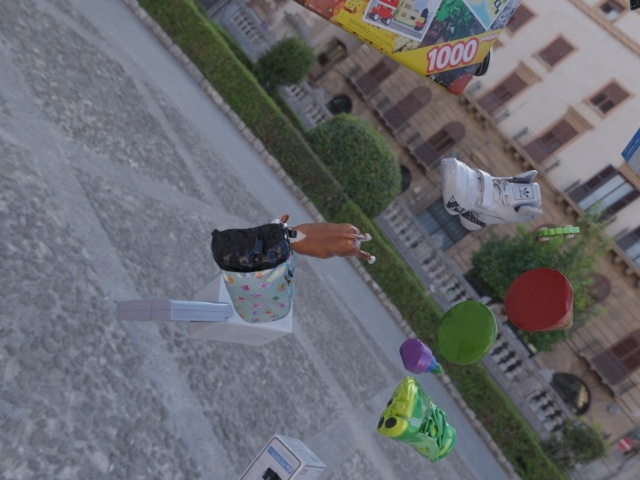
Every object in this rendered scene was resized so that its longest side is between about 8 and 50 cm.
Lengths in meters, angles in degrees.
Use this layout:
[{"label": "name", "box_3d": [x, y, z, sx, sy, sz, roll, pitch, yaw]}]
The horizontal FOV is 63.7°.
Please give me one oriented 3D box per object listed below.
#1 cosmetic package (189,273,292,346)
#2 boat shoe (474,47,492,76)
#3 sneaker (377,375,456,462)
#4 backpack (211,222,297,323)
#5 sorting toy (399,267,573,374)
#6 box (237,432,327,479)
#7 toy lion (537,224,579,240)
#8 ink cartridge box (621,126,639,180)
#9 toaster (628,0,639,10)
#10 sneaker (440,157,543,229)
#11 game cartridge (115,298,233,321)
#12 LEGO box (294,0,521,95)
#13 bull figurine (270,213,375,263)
[{"label": "cosmetic package", "box_3d": [-0.230, 0.207, 1.481, 0.225, 0.224, 0.138, 13, 63, -29]}, {"label": "boat shoe", "box_3d": [0.493, -0.699, 1.729, 0.127, 0.113, 0.340, 38, -25, 44]}, {"label": "sneaker", "box_3d": [0.179, 0.314, 0.897, 0.124, 0.109, 0.295, 26, -11, 23]}, {"label": "backpack", "box_3d": [-0.112, 0.062, 0.923, 0.182, 0.152, 0.115, 82, 8, -48]}, {"label": "sorting toy", "box_3d": [0.330, 0.186, 0.992, 0.126, 0.366, 0.127, 33, 39, -32]}, {"label": "box", "box_3d": [-0.128, 0.537, 1.029, 0.087, 0.290, 0.169, 35, -10, 28]}, {"label": "toy lion", "box_3d": [0.579, -0.021, 1.248, 0.096, 0.100, 0.034, 97, -13, -85]}, {"label": "ink cartridge box", "box_3d": [0.625, -0.110, 0.875, 0.134, 0.078, 0.231, 20, 36, 0]}, {"label": "toaster", "box_3d": [0.852, -0.690, 1.273, 0.168, 0.186, 0.110, 60, 33, -36]}, {"label": "sneaker", "box_3d": [0.436, -0.128, 1.300, 0.366, 0.210, 0.137, 28, 57, -58]}, {"label": "game cartridge", "box_3d": [-0.383, 0.179, 1.294, 0.198, 0.297, 0.062, 16, 73, -43]}, {"label": "LEGO box", "box_3d": [0.190, -0.563, 1.025, 0.500, 0.372, 0.193, 9, 31, -44]}, {"label": "bull figurine", "box_3d": [0.000, 0.000, 1.397, 0.310, 0.101, 0.188, 8, -8, 40]}]
